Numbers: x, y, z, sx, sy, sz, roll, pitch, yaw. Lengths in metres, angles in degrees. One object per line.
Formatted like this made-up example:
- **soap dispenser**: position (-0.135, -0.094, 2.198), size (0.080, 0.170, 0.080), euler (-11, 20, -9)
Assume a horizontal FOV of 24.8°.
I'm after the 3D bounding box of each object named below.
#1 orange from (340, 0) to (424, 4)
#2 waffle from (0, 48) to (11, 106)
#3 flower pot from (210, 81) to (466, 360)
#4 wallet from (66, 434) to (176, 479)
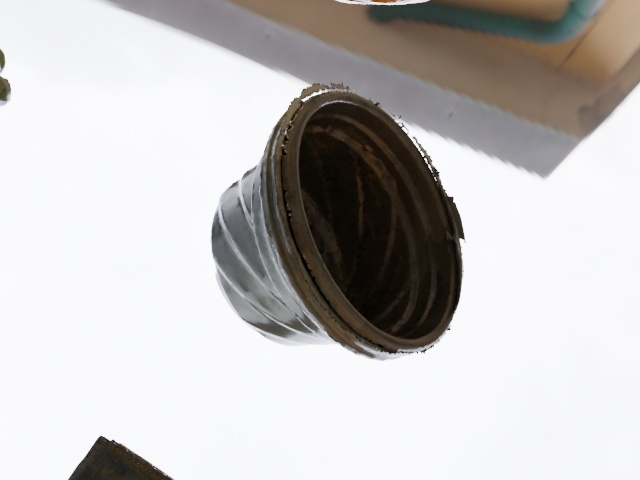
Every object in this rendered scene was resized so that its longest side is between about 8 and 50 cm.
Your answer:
- **orange**: position (0.037, -0.290, 0.919), size (0.226, 0.284, 0.284), euler (-23, -106, -39)
- **waffle**: position (-0.467, -0.167, 1.447), size (0.309, 0.056, 0.292), euler (11, -148, 1)
- **flower pot**: position (0.000, 0.000, 1.202), size (0.235, 0.140, 0.235), euler (25, -125, -43)
- **wallet**: position (-0.129, 0.306, 1.290), size (0.317, 0.044, 0.169), euler (24, -108, 35)
